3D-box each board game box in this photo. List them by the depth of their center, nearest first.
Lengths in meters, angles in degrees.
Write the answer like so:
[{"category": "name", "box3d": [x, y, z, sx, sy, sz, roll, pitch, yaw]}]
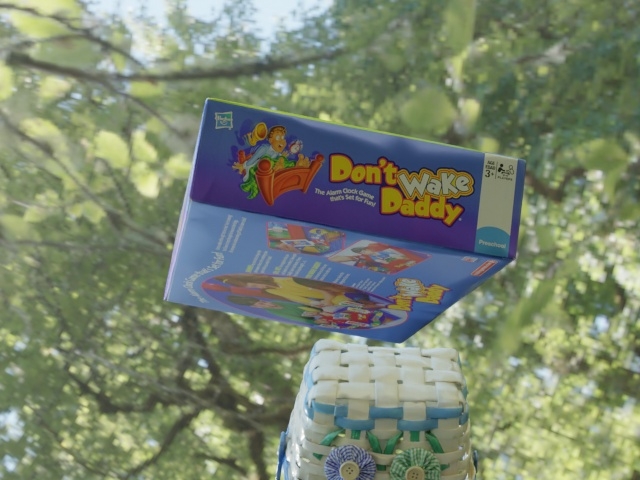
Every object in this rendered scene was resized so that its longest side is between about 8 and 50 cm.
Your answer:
[{"category": "board game box", "box3d": [0.000, 0.000, 1.017, 0.233, 0.347, 0.078, 11, -106, -8]}]

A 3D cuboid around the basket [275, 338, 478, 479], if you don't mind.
[{"category": "basket", "box3d": [0.063, 0.272, 1.475, 0.255, 0.201, 0.289, 1, -59, 1]}]
